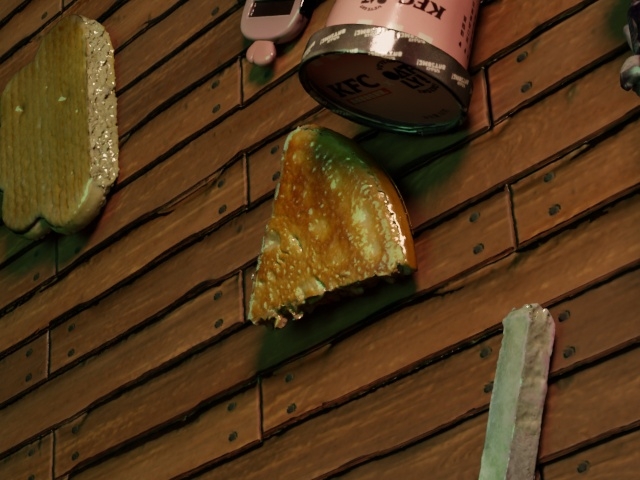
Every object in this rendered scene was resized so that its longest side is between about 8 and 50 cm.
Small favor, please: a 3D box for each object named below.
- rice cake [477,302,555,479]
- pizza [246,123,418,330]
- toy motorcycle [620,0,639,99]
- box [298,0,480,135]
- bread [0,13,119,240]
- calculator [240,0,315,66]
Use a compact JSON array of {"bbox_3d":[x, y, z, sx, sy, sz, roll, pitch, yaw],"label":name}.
[{"bbox_3d":[0.149,0.152,1.271,0.043,0.034,0.210,-9,67,57],"label":"rice cake"},{"bbox_3d":[0.000,0.000,1.501,0.193,0.053,0.201,-45,55,25],"label":"pizza"},{"bbox_3d":[0.279,-0.184,1.193,0.207,0.134,0.400,-27,52,41],"label":"toy motorcycle"},{"bbox_3d":[0.071,-0.182,1.437,0.151,0.151,0.135,-6,59,49],"label":"box"},{"bbox_3d":[-0.315,-0.119,1.932,0.207,0.056,0.286,-26,55,37],"label":"bread"},{"bbox_3d":[-0.038,-0.254,1.692,0.103,0.024,0.165,7,77,51],"label":"calculator"}]
